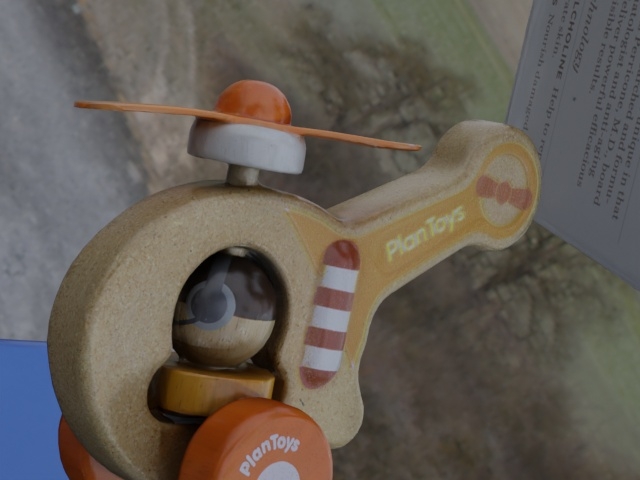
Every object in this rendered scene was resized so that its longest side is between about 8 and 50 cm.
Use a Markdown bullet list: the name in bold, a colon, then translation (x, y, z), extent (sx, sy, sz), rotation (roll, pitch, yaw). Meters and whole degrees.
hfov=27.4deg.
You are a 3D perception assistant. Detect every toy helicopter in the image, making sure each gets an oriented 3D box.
- **toy helicopter**: translation (0.000, 0.000, 0.739), extent (0.355, 0.140, 0.235), rotation (-28, 114, -37)

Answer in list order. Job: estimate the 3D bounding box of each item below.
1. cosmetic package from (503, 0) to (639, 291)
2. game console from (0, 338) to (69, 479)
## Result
- **cosmetic package**: translation (0.393, -0.121, 1.092), extent (0.329, 0.328, 0.394), rotation (7, 15, -20)
- **game console**: translation (-0.185, 0.209, 0.859), extent (0.293, 0.173, 0.250), rotation (-112, -177, -48)
